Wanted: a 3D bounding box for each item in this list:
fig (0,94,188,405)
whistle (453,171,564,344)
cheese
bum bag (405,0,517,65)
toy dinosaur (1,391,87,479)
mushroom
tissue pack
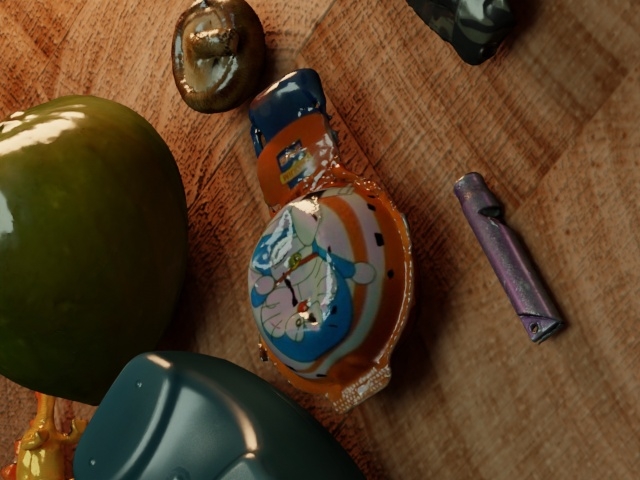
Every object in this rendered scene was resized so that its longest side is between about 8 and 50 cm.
[{"bbox_3d":[-0.268,0.019,1.946,0.316,0.316,0.316,-10,77,47],"label":"fig"},{"bbox_3d":[0.162,0.013,1.635,0.033,0.033,0.176,-48,52,32],"label":"whistle"},{"bbox_3d":[0.000,0.000,1.744,0.217,0.129,0.329,-34,59,38],"label":"cheese"},{"bbox_3d":[0.080,-0.298,1.731,0.340,0.095,0.144,50,135,41],"label":"bum bag"},{"bbox_3d":[-0.309,0.293,2.089,0.117,0.070,0.288,-31,57,53],"label":"toy dinosaur"},{"bbox_3d":[-0.110,-0.193,1.927,0.127,0.087,0.127,-11,74,43],"label":"mushroom"},{"bbox_3d":[-0.074,0.239,1.746,0.287,0.206,0.198,38,103,42],"label":"tissue pack"}]
